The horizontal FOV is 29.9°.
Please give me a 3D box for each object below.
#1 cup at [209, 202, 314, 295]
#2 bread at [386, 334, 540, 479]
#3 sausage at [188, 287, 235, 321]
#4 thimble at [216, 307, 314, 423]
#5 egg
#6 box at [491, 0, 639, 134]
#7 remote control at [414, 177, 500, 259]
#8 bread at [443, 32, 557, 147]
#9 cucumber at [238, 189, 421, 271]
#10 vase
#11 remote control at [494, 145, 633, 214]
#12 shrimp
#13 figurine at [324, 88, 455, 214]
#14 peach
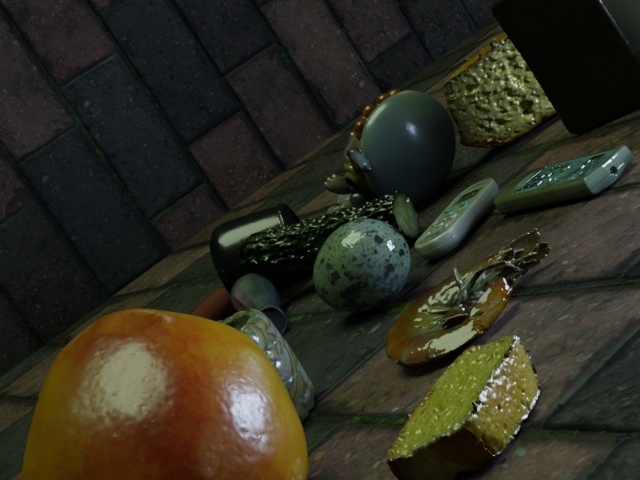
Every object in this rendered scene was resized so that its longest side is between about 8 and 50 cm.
[{"bbox_3d":[-0.102,0.028,2.323,0.177,0.169,0.223,-28,-20,9],"label":"cup"},{"bbox_3d":[0.138,0.163,1.133,0.103,0.065,0.187,-24,12,37],"label":"bread"},{"bbox_3d":[-0.213,0.145,2.322,0.062,0.062,0.154,-25,12,40],"label":"sausage"},{"bbox_3d":[-0.096,0.178,1.561,0.137,0.143,0.190,-35,10,-7],"label":"thimble"},{"bbox_3d":[0.058,0.040,1.779,0.172,0.132,0.132,-37,5,44],"label":"egg"},{"bbox_3d":[0.440,-0.337,1.986,0.184,0.273,0.143,-25,16,44],"label":"box"},{"bbox_3d":[0.219,-0.033,1.889,0.078,0.042,0.221,-26,11,41],"label":"remote control"},{"bbox_3d":[0.389,-0.320,2.283,0.340,0.194,0.179,-35,11,16],"label":"bread"},{"bbox_3d":[0.000,0.000,2.106,0.359,0.096,0.096,-16,18,31],"label":"cucumber"},{"bbox_3d":[-0.102,0.118,2.074,0.086,0.086,0.214,-34,14,-3],"label":"vase"},{"bbox_3d":[0.348,-0.085,1.743,0.098,0.038,0.233,-39,12,-25],"label":"remote control"},{"bbox_3d":[0.183,0.072,1.452,0.249,0.068,0.150,-42,24,-17],"label":"shrimp"},{"bbox_3d":[0.135,-0.145,2.349,0.224,0.205,0.382,-50,-2,-19],"label":"figurine"},{"bbox_3d":[-0.154,0.213,1.209,0.289,0.289,0.308,-34,4,-5],"label":"peach"}]
